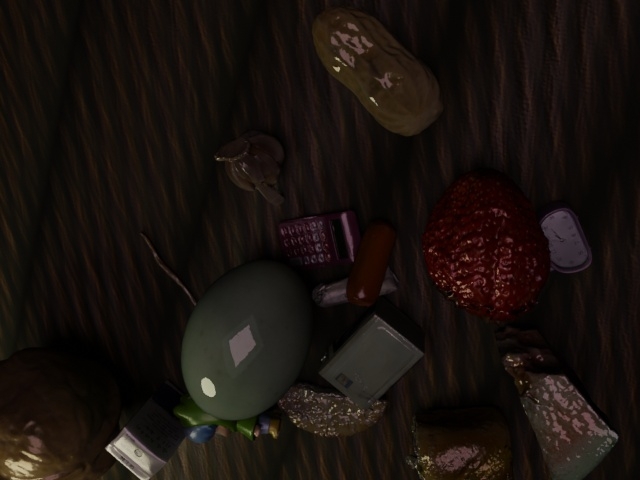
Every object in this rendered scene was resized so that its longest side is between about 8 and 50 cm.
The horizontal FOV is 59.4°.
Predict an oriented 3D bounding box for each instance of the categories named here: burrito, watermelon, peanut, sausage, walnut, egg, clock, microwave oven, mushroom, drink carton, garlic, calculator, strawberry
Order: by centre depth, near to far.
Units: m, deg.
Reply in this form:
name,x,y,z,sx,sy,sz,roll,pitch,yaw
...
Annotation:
name,x,y,z,sx,sy,sz,roll,pitch,yaw
peanut,0.109,-0.340,1.110,0.152,0.152,0.313,-42,92,19
strawberry,0.327,0.003,1.111,0.250,0.238,0.288,5,111,8
watermelon,0.495,0.332,1.165,0.151,0.264,0.302,-23,97,16
clock,0.495,0.001,1.176,0.110,0.050,0.152,-24,100,17
sausage,0.111,0.046,1.228,0.076,0.076,0.197,17,80,6
garlic,-0.129,-0.157,1.236,0.131,0.127,0.194,-17,129,34
egg,-0.162,0.222,1.255,0.276,0.276,0.388,28,107,3
microwave oven,0.120,0.253,1.286,0.163,0.129,0.205,40,110,-4
calculator,0.000,0.000,1.288,0.191,0.034,0.126,-8,105,19
burrito,0.077,0.108,1.289,0.203,0.064,0.064,-15,102,13
walnut,-0.673,0.445,1.394,0.381,0.381,0.381,3,106,11
mushroom,-0.363,0.096,1.398,0.286,0.028,0.026,60,150,-8
drink carton,-0.410,0.472,1.406,0.134,0.222,0.102,44,109,-3

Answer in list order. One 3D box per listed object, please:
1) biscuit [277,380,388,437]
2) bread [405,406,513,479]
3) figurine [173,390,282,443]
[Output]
name,x,y,z,sx,sy,sz,roll,pitch,yaw
biscuit,0.021,0.430,1.404,0.290,0.038,0.141,6,108,12
bread,0.316,0.503,1.292,0.246,0.176,0.195,-8,102,14
figurine,-0.228,0.433,1.398,0.263,0.162,0.143,11,98,-2
